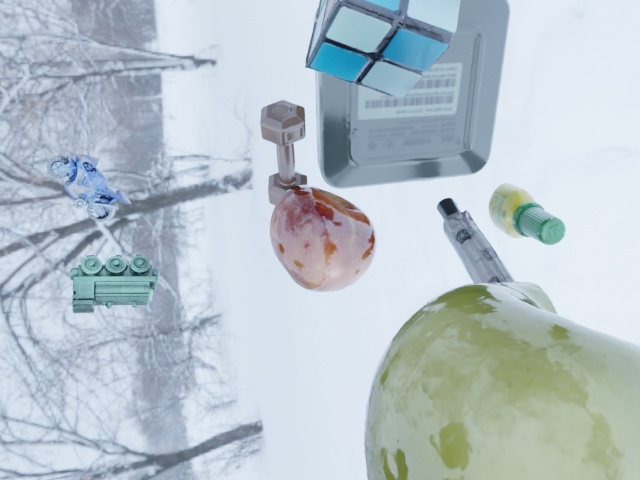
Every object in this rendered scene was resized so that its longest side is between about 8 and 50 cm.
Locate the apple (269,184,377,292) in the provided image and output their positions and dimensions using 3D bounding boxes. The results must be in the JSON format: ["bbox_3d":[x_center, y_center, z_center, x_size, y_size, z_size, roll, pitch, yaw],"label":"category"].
[{"bbox_3d":[0.000,0.000,1.019,0.162,0.201,0.201,-64,24,12],"label":"apple"}]

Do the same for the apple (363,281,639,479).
[{"bbox_3d":[0.162,0.178,0.461,0.295,0.233,0.258,30,103,43],"label":"apple"}]

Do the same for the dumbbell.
[{"bbox_3d":[-0.067,-0.160,1.104,0.082,0.092,0.231,51,156,34],"label":"dumbbell"}]

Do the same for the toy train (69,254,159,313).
[{"bbox_3d":[-0.406,0.088,1.133,0.071,0.170,0.111,123,142,-55],"label":"toy train"}]

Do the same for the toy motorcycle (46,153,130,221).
[{"bbox_3d":[-0.572,-0.141,1.417,0.205,0.114,0.076,57,173,-34],"label":"toy motorcycle"}]

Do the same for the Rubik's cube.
[{"bbox_3d":[0.090,-0.339,0.822,0.183,0.167,0.180,143,140,-72],"label":"Rubik's cube"}]

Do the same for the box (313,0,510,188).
[{"bbox_3d":[0.173,-0.287,1.125,0.090,0.366,0.373,-108,13,-58],"label":"box"}]

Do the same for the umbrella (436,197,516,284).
[{"bbox_3d":[0.309,0.041,1.097,0.073,0.067,0.337,89,164,-47],"label":"umbrella"}]

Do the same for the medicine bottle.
[{"bbox_3d":[0.428,-0.049,1.207,0.309,0.076,0.111,-86,-6,-77],"label":"medicine bottle"}]
